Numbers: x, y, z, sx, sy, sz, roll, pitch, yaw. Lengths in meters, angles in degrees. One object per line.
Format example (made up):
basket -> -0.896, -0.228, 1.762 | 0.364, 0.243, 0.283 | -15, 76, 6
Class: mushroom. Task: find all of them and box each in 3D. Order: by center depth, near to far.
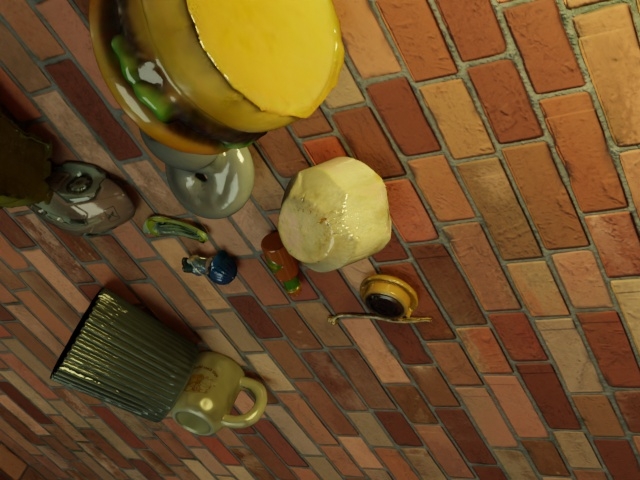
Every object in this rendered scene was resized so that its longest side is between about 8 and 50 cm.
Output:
mushroom -> 0.141, 0.193, 2.111 | 0.286, 0.025, 0.028 | -5, 149, 30

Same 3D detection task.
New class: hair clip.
hair clip -> -0.358, -0.028, 2.103 | 0.189, 0.033, 0.060 | 11, 138, 21

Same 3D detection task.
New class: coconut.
coconut -> 0.037, -0.055, 1.733 | 0.241, 0.241, 0.241 | 15, 141, 12

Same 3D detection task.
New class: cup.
cup -> -0.298, 0.472, 2.515 | 0.255, 0.202, 0.173 | 28, 141, -5

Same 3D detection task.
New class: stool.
stool -> -0.549, 0.337, 2.430 | 0.330, 0.297, 0.297 | 31, 141, -13

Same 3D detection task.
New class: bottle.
bottle -> -0.085, 0.064, 2.039 | 0.069, 0.069, 0.187 | 3, 138, 25

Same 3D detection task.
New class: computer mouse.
computer mouse -> -0.634, -0.090, 2.116 | 0.389, 0.115, 0.199 | 3, 134, 24

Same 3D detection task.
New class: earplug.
earplug -> -0.260, -0.182, 1.760 | 0.214, 0.175, 0.325 | 6, 139, 25

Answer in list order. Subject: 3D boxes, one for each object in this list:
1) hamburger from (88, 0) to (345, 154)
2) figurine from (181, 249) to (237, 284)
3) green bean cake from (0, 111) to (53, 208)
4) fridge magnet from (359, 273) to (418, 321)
hamburger -> -0.187, -0.335, 1.383 | 0.278, 0.395, 0.395 | -14, 128, 39
figurine -> -0.280, 0.068, 2.144 | 0.149, 0.087, 0.086 | -1, 173, 30
green bean cake -> -0.778, -0.222, 1.960 | 0.202, 0.284, 0.310 | -10, 161, 35
fridge magnet -> 0.158, 0.133, 1.995 | 0.143, 0.063, 0.143 | 15, 144, 11
